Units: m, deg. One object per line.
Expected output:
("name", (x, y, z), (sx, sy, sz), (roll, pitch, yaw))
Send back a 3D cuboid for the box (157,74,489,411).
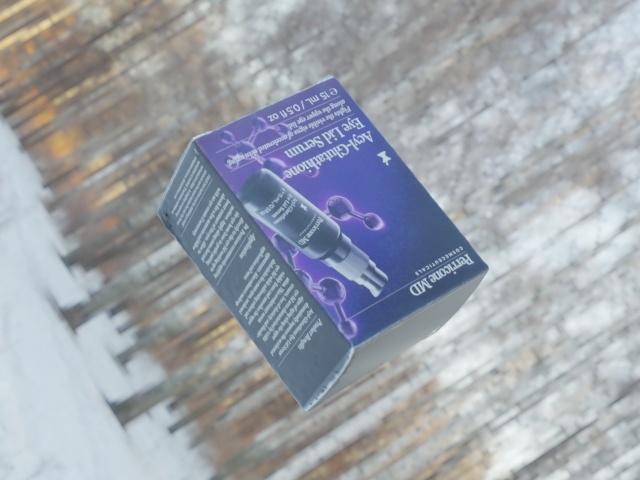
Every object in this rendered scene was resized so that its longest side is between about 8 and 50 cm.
("box", (0.000, 0.000, 1.161), (0.207, 0.153, 0.108), (51, -37, 13))
